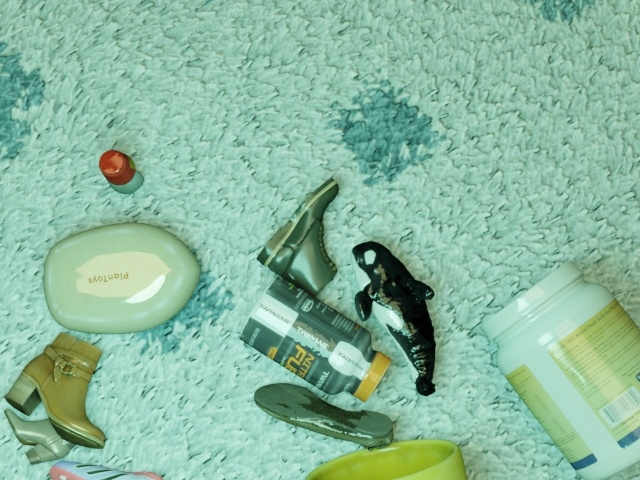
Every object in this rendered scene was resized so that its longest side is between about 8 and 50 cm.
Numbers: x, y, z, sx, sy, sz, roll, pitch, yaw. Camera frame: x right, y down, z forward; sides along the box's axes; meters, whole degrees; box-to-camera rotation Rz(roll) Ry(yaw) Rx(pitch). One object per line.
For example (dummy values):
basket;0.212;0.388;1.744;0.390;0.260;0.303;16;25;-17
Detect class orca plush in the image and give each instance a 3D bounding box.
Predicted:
orca plush;0.146;0.117;1.736;0.151;0.102;0.287;9;56;-39

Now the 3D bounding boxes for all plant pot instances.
plant pot;0.122;0.464;1.619;0.254;0.254;0.238;-13;92;-7

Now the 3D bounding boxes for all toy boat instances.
toy boat;-0.340;0.003;1.767;0.268;0.148;0.318;-3;82;0

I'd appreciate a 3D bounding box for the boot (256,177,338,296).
boot;0.000;0.000;1.821;0.137;0.077;0.198;40;89;2

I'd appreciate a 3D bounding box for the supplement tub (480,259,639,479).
supplement tub;0.438;0.213;1.704;0.228;0.228;0.316;-34;80;-12

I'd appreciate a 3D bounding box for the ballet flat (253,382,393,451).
ballet flat;0.003;0.300;1.717;0.250;0.058;0.084;13;36;17

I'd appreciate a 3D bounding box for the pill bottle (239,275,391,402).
pill bottle;-0.004;0.175;1.735;0.246;0.130;0.130;31;75;5

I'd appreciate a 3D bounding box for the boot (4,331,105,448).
boot;-0.406;0.246;1.704;0.197;0.073;0.152;29;60;11

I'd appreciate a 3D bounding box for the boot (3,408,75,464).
boot;-0.465;0.316;1.714;0.087;0.042;0.118;-29;79;-18

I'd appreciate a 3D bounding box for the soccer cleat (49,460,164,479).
soccer cleat;-0.322;0.410;1.684;0.248;0.083;0.095;20;44;7
